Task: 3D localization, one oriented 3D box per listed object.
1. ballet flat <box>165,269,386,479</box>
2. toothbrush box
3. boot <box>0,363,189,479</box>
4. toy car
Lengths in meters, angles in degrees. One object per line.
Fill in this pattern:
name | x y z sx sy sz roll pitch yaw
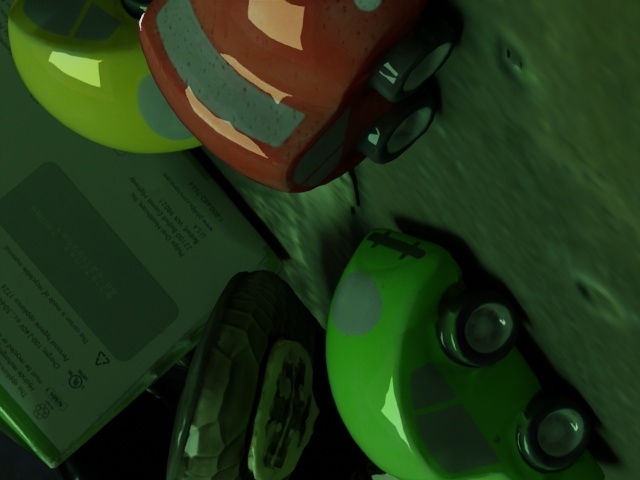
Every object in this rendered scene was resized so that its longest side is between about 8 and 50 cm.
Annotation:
ballet flat | -0.008 0.067 0.649 0.058 0.084 0.250 19 170 9
toothbrush box | -0.152 -0.024 0.778 0.206 0.122 0.283 51 169 -8
boot | -0.133 0.170 1.209 0.367 0.146 0.445 35 168 14
toy car | 0.000 0.000 0.492 0.225 0.053 0.239 54 166 -21
